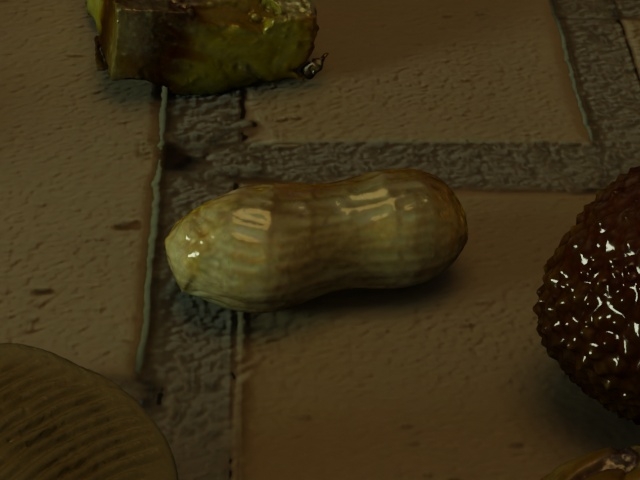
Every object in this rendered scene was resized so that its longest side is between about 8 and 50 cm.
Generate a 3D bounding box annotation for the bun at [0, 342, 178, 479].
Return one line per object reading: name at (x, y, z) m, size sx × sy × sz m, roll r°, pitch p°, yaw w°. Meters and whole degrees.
bun at (-0.169, 0.141, 0.945) m, size 0.173 × 0.113 × 0.166 m, roll 5°, pitch 36°, yaw -38°

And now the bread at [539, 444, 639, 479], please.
bread at (0.183, 0.205, 0.917) m, size 0.134 × 0.081 × 0.225 m, roll -21°, pitch 46°, yaw -20°

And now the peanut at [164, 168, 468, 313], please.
peanut at (0.000, 0.000, 1.161) m, size 0.207 × 0.087 × 0.087 m, roll -8°, pitch 39°, yaw -16°

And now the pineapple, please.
pineapple at (-0.111, -0.193, 1.381) m, size 0.236 × 0.114 × 0.186 m, roll 29°, pitch 45°, yaw 25°

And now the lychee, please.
lychee at (0.234, 0.034, 1.062) m, size 0.194 × 0.194 × 0.194 m, roll 2°, pitch 38°, yaw -2°
